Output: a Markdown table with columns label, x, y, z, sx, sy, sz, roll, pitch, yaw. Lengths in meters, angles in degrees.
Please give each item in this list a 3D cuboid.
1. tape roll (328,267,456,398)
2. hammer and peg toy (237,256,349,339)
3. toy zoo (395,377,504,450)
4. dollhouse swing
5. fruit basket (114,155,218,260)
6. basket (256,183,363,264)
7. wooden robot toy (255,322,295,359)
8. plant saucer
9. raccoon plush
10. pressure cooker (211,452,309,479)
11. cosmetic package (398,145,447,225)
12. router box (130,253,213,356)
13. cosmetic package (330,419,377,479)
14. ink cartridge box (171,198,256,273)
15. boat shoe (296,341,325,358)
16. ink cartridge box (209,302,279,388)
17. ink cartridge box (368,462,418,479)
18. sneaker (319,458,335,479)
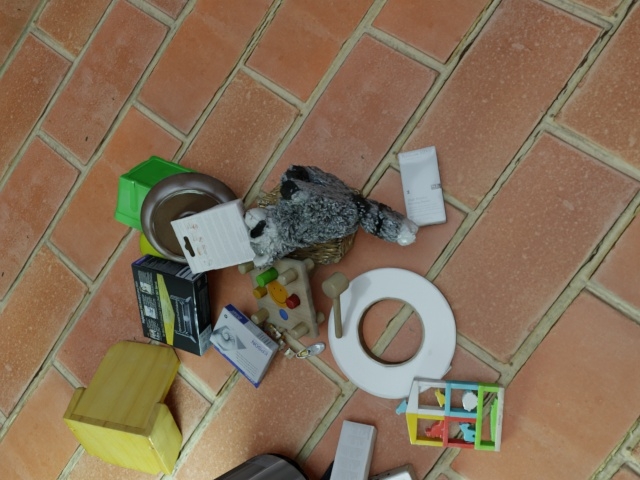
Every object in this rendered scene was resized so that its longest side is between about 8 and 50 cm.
| label | x | y | z | sx | sy | sz | roll | pitch | yaw |
| --- | --- | --- | --- | --- | --- | --- | --- | --- | --- |
| tape roll | 0.217 | 0.276 | 1.472 | 0.392 | 0.072 | 0.392 | -2 | 84 | 17 |
| hammer and peg toy | -0.080 | 0.175 | 1.448 | 0.361 | 0.127 | 0.265 | 12 | 121 | 41 |
| toy zoo | 0.362 | 0.491 | 1.378 | 0.293 | 0.030 | 0.192 | 1 | 98 | 7 |
| dollhouse swing | -0.642 | 0.582 | 1.717 | 0.347 | 0.305 | 0.315 | 3 | 127 | 17 |
| fruit basket | -0.508 | -0.058 | 1.677 | 0.392 | 0.283 | 0.392 | 19 | 133 | 21 |
| basket | -0.029 | -0.059 | 1.573 | 0.299 | 0.223 | 0.213 | 10 | 120 | 18 |
| wooden robot toy | -0.137 | 0.302 | 1.584 | 0.173 | 0.076 | 0.079 | 42 | 86 | 17 |
| plant saucer | -0.390 | -0.053 | 1.477 | 0.311 | 0.050 | 0.310 | -3 | 116 | -7 |
| raccoon plush | 0.000 | 0.000 | 1.331 | 0.446 | 0.216 | 0.299 | 31 | 118 | 12 |
| pressure cooker | -0.230 | 0.831 | 1.337 | 0.375 | 0.420 | 0.370 | 49 | 117 | 24 |
| cosmetic package | 0.312 | -0.159 | 1.481 | 0.117 | 0.085 | 0.231 | -10 | 83 | 16 |
| router box | -0.489 | 0.216 | 1.618 | 0.243 | 0.081 | 0.308 | 14 | 121 | 18 |
| cosmetic package | 0.093 | 0.662 | 1.420 | 0.099 | 0.060 | 0.239 | 2 | 56 | 25 |
| ink cartridge box | -0.309 | -0.009 | 1.450 | 0.225 | 0.056 | 0.181 | -13 | 106 | 19 |
| boat shoe | -0.032 | 0.355 | 1.560 | 0.100 | 0.035 | 0.035 | -22 | 78 | 15 |
| ink cartridge box | -0.260 | 0.353 | 1.577 | 0.223 | 0.045 | 0.224 | 37 | 124 | 17 |
| ink cartridge box | 0.199 | 0.766 | 1.418 | 0.203 | 0.086 | 0.148 | -25 | 76 | 13 |
| sneaker | 0.056 | 0.737 | 1.487 | 0.209 | 0.082 | 0.069 | -49 | 31 | -7 |
